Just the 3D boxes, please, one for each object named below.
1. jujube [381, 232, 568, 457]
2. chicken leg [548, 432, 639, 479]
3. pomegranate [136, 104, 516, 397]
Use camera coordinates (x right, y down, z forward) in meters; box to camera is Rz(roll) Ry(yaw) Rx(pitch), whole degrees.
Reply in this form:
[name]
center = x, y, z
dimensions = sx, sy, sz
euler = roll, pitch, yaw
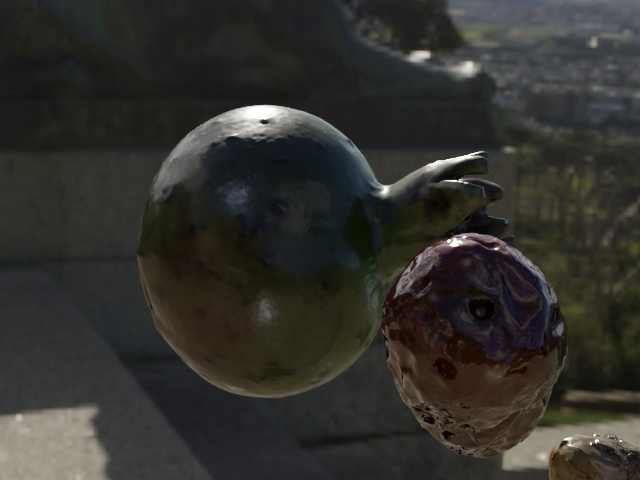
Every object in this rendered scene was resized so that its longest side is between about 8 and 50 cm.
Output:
[jujube]
center = 0.066, 0.046, 0.572
dimensions = 0.077, 0.077, 0.129
euler = 5, -22, 15
[chicken leg]
center = 0.341, 0.252, 1.452
dimensions = 0.207, 0.085, 0.101
euler = 8, 4, 6
[pomegranate]
center = -0.009, -0.014, 1.157
dimensions = 0.306, 0.242, 0.242
euler = -35, 12, 4
